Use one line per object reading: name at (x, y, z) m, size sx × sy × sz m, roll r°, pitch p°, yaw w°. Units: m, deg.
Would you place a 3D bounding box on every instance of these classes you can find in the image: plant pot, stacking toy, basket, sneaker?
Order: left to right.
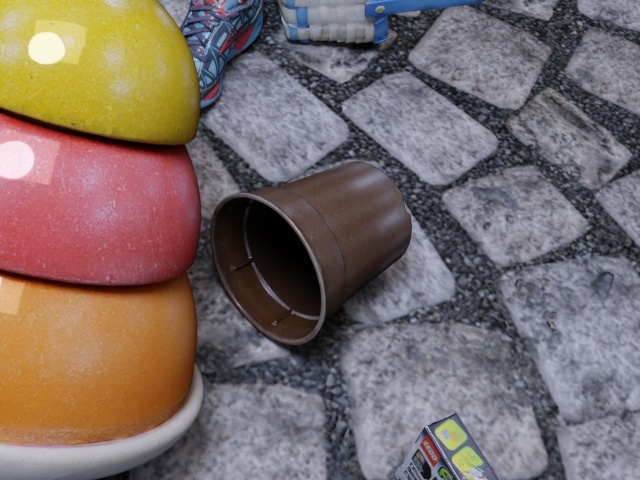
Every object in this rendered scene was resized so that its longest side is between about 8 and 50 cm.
stacking toy at (-0.198, -0.090, 0.664) m, size 0.351 × 0.479 × 0.350 m, roll 20°, pitch 14°, yaw -5°
sneaker at (-0.153, -0.274, 1.086) m, size 0.104 × 0.125 × 0.261 m, roll 21°, pitch 51°, yaw 4°
plant pot at (0.000, 0.000, 0.896) m, size 0.165 × 0.167 × 0.167 m, roll -28°, pitch 63°, yaw -38°
basket at (0.072, -0.401, 1.187) m, size 0.289 × 0.201 × 0.254 m, roll -10°, pitch 54°, yaw -8°

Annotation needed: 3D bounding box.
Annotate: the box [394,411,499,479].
box at (0.143, 0.267, 0.743) m, size 0.036 × 0.114 × 0.207 m, roll -17°, pitch 59°, yaw -24°
